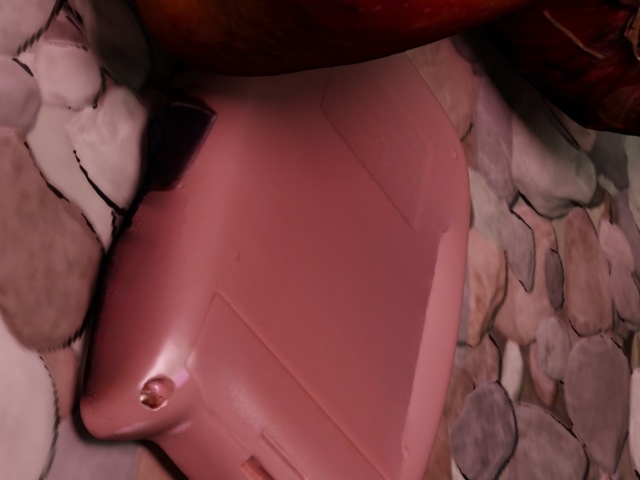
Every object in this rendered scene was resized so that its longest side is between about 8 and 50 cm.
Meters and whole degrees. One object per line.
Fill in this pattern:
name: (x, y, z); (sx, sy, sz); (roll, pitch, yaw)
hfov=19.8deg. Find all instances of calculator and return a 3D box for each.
calculator: (0.000, 0.000, 0.854); (0.220, 0.048, 0.330); (49, 39, -32)

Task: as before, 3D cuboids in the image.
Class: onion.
onion: (0.174, -0.180, 1.030); (0.281, 0.221, 0.281); (36, 25, -19)

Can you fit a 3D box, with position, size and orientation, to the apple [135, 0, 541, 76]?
apple: (0.026, -0.219, 0.772); (0.317, 0.288, 0.288); (-41, 113, -39)
